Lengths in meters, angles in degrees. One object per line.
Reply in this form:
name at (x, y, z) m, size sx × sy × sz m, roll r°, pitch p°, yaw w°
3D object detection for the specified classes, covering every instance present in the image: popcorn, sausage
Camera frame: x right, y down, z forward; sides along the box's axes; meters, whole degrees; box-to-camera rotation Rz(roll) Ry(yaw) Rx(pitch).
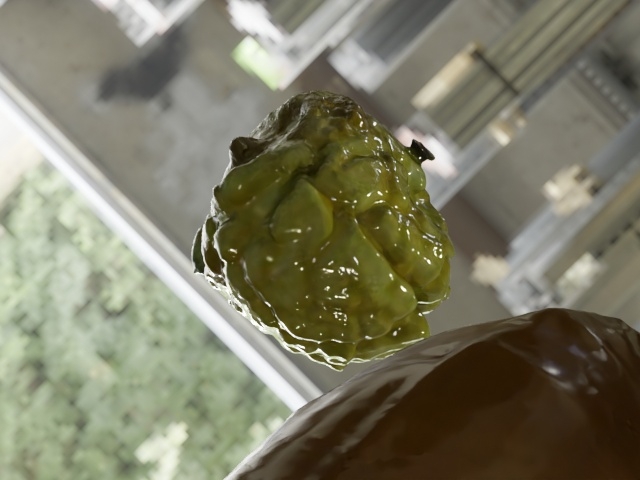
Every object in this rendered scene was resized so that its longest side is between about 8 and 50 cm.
popcorn at (0.009, -0.007, 1.143) m, size 0.142 × 0.173 × 0.173 m, roll -57°, pitch 179°, yaw 22°
sausage at (-0.013, 0.128, 0.315) m, size 0.116 × 0.134 × 0.354 m, roll -35°, pitch -175°, yaw 40°
